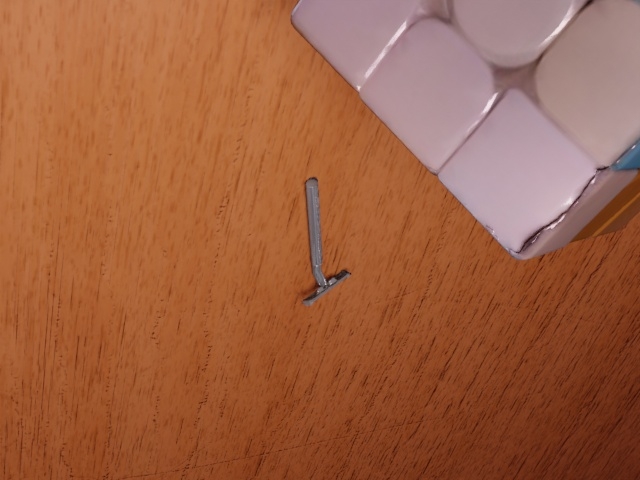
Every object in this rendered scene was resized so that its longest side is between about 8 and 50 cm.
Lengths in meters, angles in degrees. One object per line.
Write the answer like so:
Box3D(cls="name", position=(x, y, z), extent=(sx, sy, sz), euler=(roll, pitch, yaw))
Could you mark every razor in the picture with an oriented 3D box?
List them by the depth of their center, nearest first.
Box3D(cls="razor", position=(-0.005, -0.003, 1.253), extent=(0.084, 0.036, 0.211), euler=(-35, 136, -29))

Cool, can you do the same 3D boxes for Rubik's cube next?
Box3D(cls="Rubik's cube", position=(0.249, -0.226, 0.858), extent=(0.347, 0.346, 0.344), euler=(-48, 161, 26))
